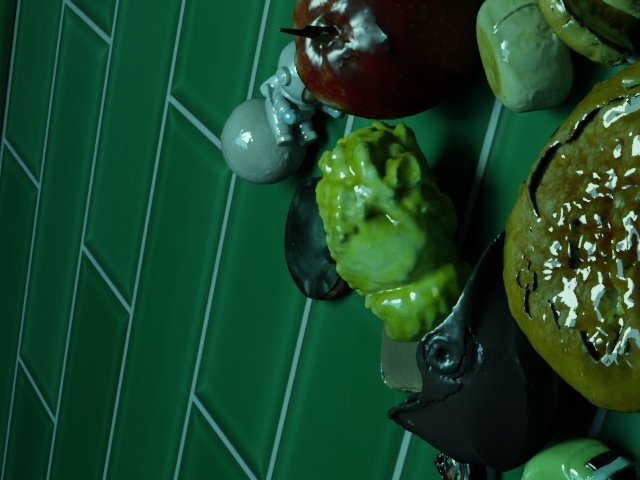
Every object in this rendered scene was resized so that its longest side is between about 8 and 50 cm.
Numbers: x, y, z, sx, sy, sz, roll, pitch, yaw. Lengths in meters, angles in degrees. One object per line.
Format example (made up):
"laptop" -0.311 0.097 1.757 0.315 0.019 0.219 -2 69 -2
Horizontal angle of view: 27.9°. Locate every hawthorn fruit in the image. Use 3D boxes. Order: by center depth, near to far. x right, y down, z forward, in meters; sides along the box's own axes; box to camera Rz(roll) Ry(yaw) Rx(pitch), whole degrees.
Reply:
"hawthorn fruit" 0.061 -0.282 1.683 0.254 0.300 0.254 6 97 53

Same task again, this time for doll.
"doll" -0.054 -0.213 2.044 0.287 0.151 0.151 -53 47 41

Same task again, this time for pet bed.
"pet bed" 0.000 0.000 2.043 0.201 0.053 0.201 1 92 60

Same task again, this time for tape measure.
"tape measure" 0.311 0.314 1.484 0.200 0.106 0.175 -26 83 59
"tape measure" 0.194 0.305 1.728 0.091 0.054 0.094 69 151 27

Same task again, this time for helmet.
"helmet" 0.224 0.149 1.528 0.177 0.225 0.305 37 130 18

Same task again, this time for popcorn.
"popcorn" 0.101 -0.021 1.734 0.286 0.173 0.225 64 -165 -11

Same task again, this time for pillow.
"pillow" 0.148 0.161 1.821 0.211 0.034 0.135 12 98 57

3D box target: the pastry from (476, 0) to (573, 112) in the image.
"pastry" 0.242 -0.227 1.550 0.156 0.092 0.156 166 90 -88

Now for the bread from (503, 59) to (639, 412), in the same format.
"bread" 0.351 -0.003 1.270 0.337 0.204 0.358 -65 32 22

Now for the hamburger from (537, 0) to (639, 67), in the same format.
"hamburger" 0.288 -0.319 1.467 0.124 0.130 0.262 -54 42 46
